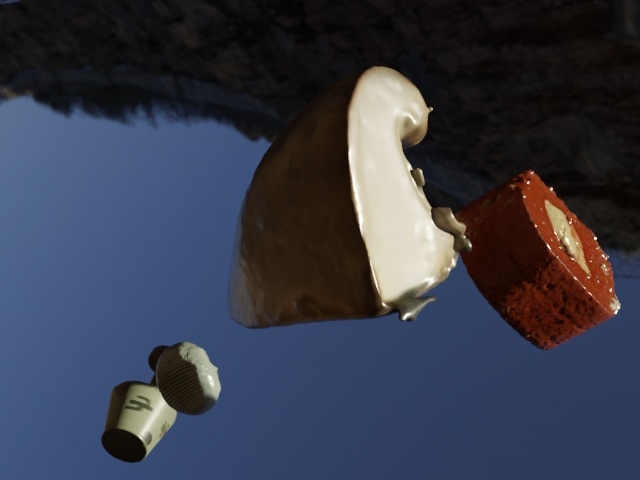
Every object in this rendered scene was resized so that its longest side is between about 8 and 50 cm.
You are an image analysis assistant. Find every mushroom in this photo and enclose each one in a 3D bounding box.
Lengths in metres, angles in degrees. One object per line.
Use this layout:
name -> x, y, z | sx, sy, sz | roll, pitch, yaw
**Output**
mushroom -> -0.024, -0.037, 1.238 | 0.397, 0.313, 0.224 | -13, -173, 45

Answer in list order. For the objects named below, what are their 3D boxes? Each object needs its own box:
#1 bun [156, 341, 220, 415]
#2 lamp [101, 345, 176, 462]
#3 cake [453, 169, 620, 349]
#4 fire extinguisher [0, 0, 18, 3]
bun -> -0.144, 0.152, 0.973 | 0.083, 0.083, 0.045 | -16, -178, 33
lamp -> -0.298, 0.273, 1.512 | 0.121, 0.121, 0.214 | -21, -153, 28
cake -> 0.329, 0.037, 1.315 | 0.151, 0.283, 0.177 | -34, -145, 23
fire extinguisher -> -0.225, -0.186, 0.545 | 0.341, 0.105, 0.141 | -35, -150, 25
